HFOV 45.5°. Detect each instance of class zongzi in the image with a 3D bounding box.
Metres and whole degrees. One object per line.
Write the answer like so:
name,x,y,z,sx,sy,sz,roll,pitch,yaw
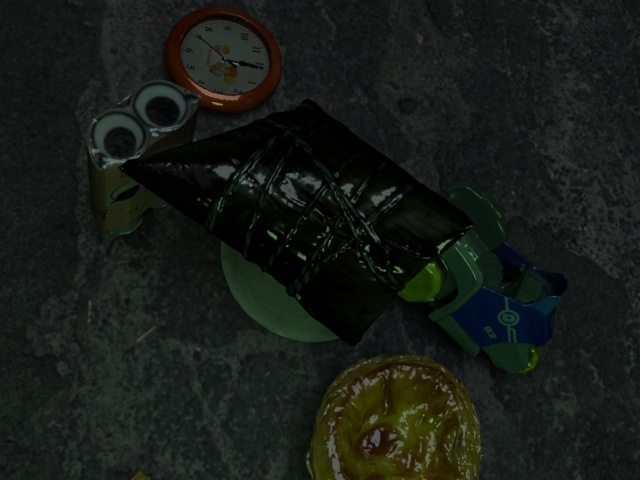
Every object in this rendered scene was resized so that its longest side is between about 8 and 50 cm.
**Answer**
zongzi,-0.054,-0.044,1.010,0.362,0.319,0.383,-16,61,-38

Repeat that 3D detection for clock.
clock,-0.168,-0.315,1.334,0.205,0.051,0.205,5,71,-14

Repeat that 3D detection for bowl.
bowl,0.000,0.000,1.235,0.314,0.146,0.313,4,72,-13

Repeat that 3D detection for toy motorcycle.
toy motorcycle,0.280,0.069,1.249,0.326,0.200,0.191,47,40,-5

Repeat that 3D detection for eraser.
eraser,-0.265,-0.112,1.115,0.171,0.290,0.087,-40,86,-23

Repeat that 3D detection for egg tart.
egg tart,0.111,0.318,1.185,0.295,0.116,0.294,4,75,-15

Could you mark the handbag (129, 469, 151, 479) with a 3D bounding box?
handbag,-0.252,0.382,1.111,0.083,0.027,0.061,40,67,-4
